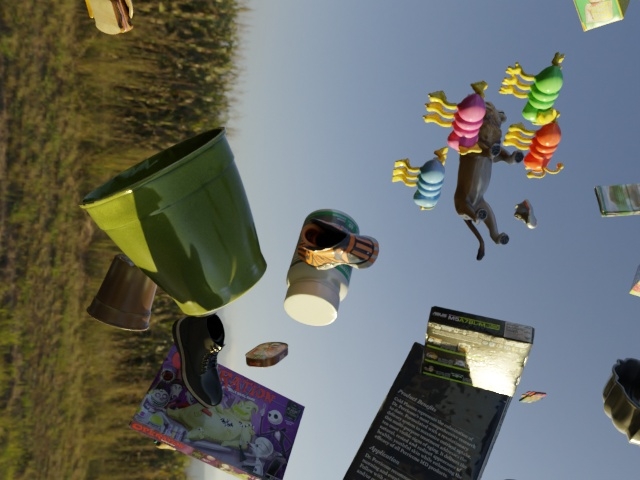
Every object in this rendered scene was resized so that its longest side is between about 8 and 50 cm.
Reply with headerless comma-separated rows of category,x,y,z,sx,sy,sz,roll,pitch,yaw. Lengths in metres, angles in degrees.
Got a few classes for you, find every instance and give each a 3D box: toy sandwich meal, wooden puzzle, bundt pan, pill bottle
toy sandwich meal,-0.272,-0.302,0.718,0.029,0.086,0.085,-55,175,-34
wooden puzzle,0.527,0.390,1.420,0.049,0.083,0.006,-51,-141,38
bundt pan,0.918,0.478,1.549,0.330,0.331,0.124,-108,-146,-57
pill bottle,0.004,0.085,1.876,0.204,0.204,0.361,111,-4,-50

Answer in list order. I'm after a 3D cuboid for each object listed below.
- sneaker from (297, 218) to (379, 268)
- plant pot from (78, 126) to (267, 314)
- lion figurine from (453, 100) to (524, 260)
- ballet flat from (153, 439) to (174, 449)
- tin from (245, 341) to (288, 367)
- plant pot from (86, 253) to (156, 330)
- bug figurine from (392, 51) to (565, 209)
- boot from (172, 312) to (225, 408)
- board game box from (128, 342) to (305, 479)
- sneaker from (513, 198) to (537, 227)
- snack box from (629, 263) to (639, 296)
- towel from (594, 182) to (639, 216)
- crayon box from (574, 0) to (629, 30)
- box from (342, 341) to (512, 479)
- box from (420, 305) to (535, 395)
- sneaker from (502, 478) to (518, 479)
sneaker,0.000,0.000,1.586,0.321,0.180,0.124,-5,-113,52
plant pot,-0.307,-0.027,1.353,0.352,0.367,0.366,64,-4,-20
lion figurine,0.411,-0.166,1.507,0.240,0.142,0.391,-131,-130,-64
ballet flat,-0.325,0.444,1.382,0.232,0.073,0.080,-44,-156,38
tin,-0.172,0.367,1.840,0.190,0.106,0.040,-18,111,-70
plant pot,-0.511,0.133,1.522,0.167,0.167,0.165,-150,-98,-75
bug figurine,0.244,-0.142,0.804,0.216,0.279,0.072,85,-17,-54
boot,-0.225,0.244,1.156,0.137,0.077,0.197,-19,-84,46
board game box,-0.218,0.391,1.273,0.056,0.347,0.208,-55,-169,39
sneaker,0.714,-0.085,2.001,0.061,0.065,0.158,56,27,-21
snack box,0.687,0.071,1.039,0.070,0.175,0.207,-65,159,-12
towel,0.839,-0.116,1.558,0.023,0.152,0.113,68,23,-48
crayon box,0.683,-0.772,1.422,0.106,0.363,0.313,-3,-136,45
box,0.258,0.622,1.555,0.471,0.298,0.479,-53,159,-31
box,0.296,0.215,1.102,0.184,0.191,0.045,84,22,-47
sneaker,0.578,0.711,1.552,0.066,0.188,0.071,-62,-177,-11
